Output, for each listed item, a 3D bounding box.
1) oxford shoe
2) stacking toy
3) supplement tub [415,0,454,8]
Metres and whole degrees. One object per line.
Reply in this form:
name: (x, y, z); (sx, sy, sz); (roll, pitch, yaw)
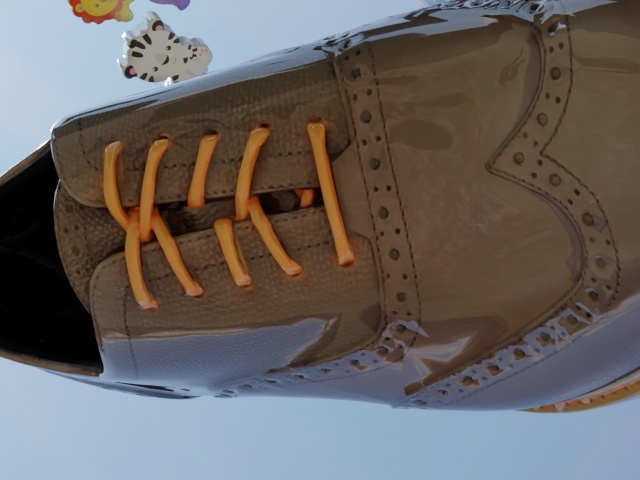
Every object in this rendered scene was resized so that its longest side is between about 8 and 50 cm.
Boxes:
oxford shoe: (0.000, 0.000, 0.573); (0.364, 0.133, 0.130); (-17, -97, 51)
stacking toy: (-0.074, -0.206, 1.165); (0.221, 0.052, 0.167); (-58, -151, 12)
supplement tub: (0.124, -0.241, 1.206); (0.191, 0.272, 0.191); (-1, -99, 8)
